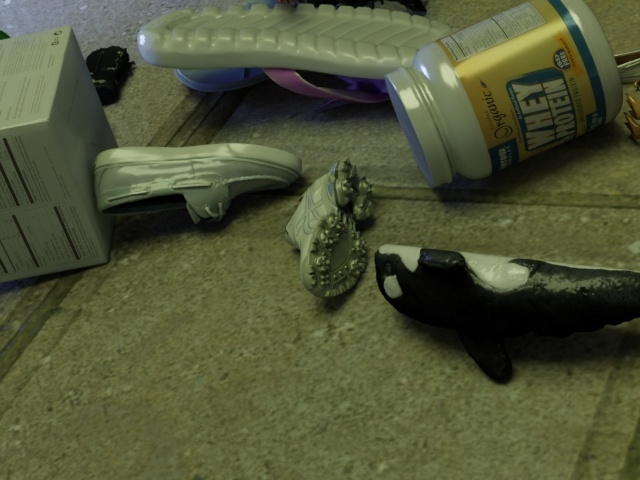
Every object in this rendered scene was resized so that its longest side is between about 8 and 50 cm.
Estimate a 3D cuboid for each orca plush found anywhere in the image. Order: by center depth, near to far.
[{"bbox_3d":[0.170,0.066,1.019,0.287,0.102,0.151,6,0,20],"label":"orca plush"}]

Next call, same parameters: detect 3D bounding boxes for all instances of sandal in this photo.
[{"bbox_3d":[-0.007,-0.205,1.414,0.416,0.102,0.169,9,32,18],"label":"sandal"}]

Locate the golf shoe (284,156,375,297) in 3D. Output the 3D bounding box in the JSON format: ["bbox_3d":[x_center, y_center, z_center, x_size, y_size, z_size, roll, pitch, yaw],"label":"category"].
[{"bbox_3d":[0.000,0.000,1.199,0.086,0.069,0.176,-26,28,32],"label":"golf shoe"}]

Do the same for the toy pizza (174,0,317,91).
[{"bbox_3d":[-0.090,-0.246,1.560,0.201,0.032,0.201,-13,40,11],"label":"toy pizza"}]

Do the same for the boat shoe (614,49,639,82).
[{"bbox_3d":[0.296,-0.181,1.264,0.100,0.035,0.035,-3,41,25],"label":"boat shoe"}]

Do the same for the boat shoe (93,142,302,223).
[{"bbox_3d":[-0.133,-0.056,1.317,0.227,0.079,0.081,-1,76,4],"label":"boat shoe"}]

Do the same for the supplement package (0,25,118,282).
[{"bbox_3d":[-0.381,-0.084,1.361,0.262,0.198,0.199,-11,38,6],"label":"supplement package"}]

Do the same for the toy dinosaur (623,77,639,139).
[{"bbox_3d":[0.349,-0.128,1.148,0.112,0.064,0.211,-21,37,1],"label":"toy dinosaur"}]

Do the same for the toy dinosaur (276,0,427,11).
[{"bbox_3d":[0.006,-0.334,1.504,0.218,0.164,0.322,-8,32,20],"label":"toy dinosaur"}]

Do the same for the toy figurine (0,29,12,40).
[{"bbox_3d":[-0.507,-0.202,1.668,0.159,0.130,0.173,-18,10,28],"label":"toy figurine"}]

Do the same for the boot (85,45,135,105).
[{"bbox_3d":[-0.315,-0.219,1.642,0.121,0.045,0.099,-7,42,11],"label":"boot"}]

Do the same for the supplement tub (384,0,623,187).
[{"bbox_3d":[0.178,-0.147,1.197,0.199,0.144,0.144,-24,36,1],"label":"supplement tub"}]
